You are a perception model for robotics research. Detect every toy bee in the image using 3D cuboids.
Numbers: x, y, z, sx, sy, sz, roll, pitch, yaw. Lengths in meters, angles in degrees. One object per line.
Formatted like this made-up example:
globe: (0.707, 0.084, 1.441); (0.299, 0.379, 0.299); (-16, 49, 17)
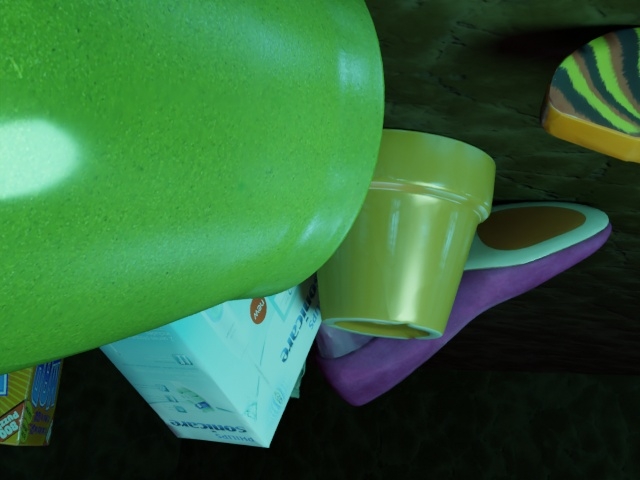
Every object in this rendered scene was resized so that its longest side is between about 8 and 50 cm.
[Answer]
toy bee: (0.320, -0.081, 0.778); (0.298, 0.162, 0.195); (34, 171, -10)

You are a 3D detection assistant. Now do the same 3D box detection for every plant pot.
plant pot: (-0.163, -0.083, 0.585); (0.353, 0.366, 0.366); (2, 174, -43)
plant pot: (0.075, 0.003, 1.131); (0.205, 0.188, 0.205); (6, 168, 1)

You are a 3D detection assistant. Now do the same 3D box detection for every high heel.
high heel: (0.170, 0.076, 1.280); (0.377, 0.127, 0.181); (-16, 124, 11)

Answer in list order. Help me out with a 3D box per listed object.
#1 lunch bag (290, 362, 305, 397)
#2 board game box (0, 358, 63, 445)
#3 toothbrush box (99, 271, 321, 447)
lunch bag: (-0.139, 0.110, 1.641); (0.287, 0.235, 0.169); (11, 168, -21)
board game box: (-0.665, 0.175, 1.948); (0.356, 0.356, 0.356); (7, 169, -4)
toothbrush box: (-0.125, 0.041, 1.101); (0.126, 0.216, 0.295); (1, 138, 30)
